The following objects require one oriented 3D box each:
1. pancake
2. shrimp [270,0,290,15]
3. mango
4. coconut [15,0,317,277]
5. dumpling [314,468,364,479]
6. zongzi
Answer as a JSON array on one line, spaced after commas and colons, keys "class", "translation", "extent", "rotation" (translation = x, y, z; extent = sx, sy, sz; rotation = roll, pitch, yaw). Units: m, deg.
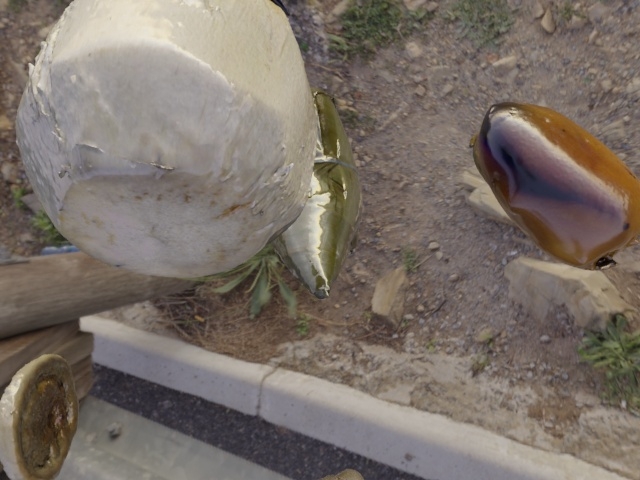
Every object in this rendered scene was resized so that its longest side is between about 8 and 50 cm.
[{"class": "pancake", "translation": [-0.314, 0.200, 0.591], "extent": [0.025, 0.151, 0.151], "rotation": [-7, 94, 1]}, {"class": "shrimp", "translation": [-0.117, -0.396, 0.869], "extent": [0.075, 0.178, 0.289], "rotation": [-22, 116, 41]}, {"class": "mango", "translation": [0.341, -0.082, 0.762], "extent": [0.287, 0.201, 0.152], "rotation": [41, 147, 4]}, {"class": "coconut", "translation": [-0.122, -0.110, 0.460], "extent": [0.245, 0.245, 0.247], "rotation": [-18, 54, 25]}, {"class": "dumpling", "translation": [0.043, 0.463, 0.943], "extent": [0.166, 0.085, 0.332], "rotation": [18, 147, -11]}, {"class": "zongzi", "translation": [0.000, 0.000, 0.862], "extent": [0.174, 0.356, 0.392], "rotation": [-14, 55, 3]}]
